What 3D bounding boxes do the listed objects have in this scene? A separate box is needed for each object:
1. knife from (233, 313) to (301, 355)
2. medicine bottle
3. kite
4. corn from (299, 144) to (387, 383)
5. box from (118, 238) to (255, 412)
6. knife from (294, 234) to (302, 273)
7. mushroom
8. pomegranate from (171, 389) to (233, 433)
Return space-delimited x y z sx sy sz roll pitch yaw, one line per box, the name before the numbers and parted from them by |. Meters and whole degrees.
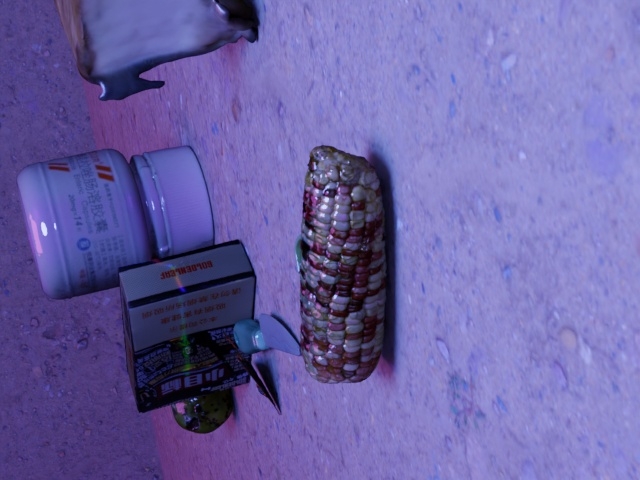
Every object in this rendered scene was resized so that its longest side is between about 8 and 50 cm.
knife | -0.076 0.136 1.407 0.260 0.034 0.063 165 91 -68
medicine bottle | -0.357 -0.041 1.694 0.241 0.301 0.241 166 90 -72
kite | -0.108 0.206 1.505 0.159 0.010 0.190 56 175 9
corn | 0.022 0.026 0.919 0.086 0.086 0.253 -128 32 -54
box | -0.214 0.143 1.553 0.310 0.198 0.084 98 153 -50
knife | 0.001 0.000 1.081 0.212 0.015 0.054 152 111 -73
mushroom | -0.228 -0.423 1.141 0.314 0.224 0.397 98 154 -55
pomegranate | -0.224 0.312 1.882 0.161 0.122 0.122 24 -131 -77
